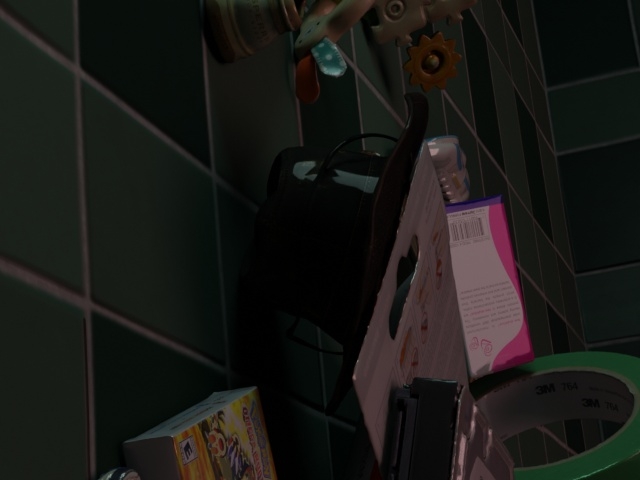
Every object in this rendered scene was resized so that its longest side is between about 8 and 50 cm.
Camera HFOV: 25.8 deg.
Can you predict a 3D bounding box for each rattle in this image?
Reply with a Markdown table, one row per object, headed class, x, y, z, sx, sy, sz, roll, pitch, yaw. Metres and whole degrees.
| class | x | y | z | sx | sy | sz | roll | pitch | yaw |
| --- | --- | --- | --- | --- | --- | --- | --- | --- | --- |
| rattle | -0.014 | -0.269 | 1.542 | 0.142 | 0.130 | 0.199 | 53 | 55 | -33 |

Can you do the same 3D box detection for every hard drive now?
| class | x | y | z | sx | sy | sz | roll | pitch | yaw |
| --- | --- | --- | --- | --- | --- | --- | --- | --- | --- |
| hard drive | 0.119 | 0.278 | 1.260 | 0.339 | 0.064 | 0.236 | 53 | 42 | -63 |

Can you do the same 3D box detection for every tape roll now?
| class | x | y | z | sx | sy | sz | roll | pitch | yaw |
| --- | --- | --- | --- | --- | --- | --- | --- | --- | --- |
| tape roll | 0.278 | 0.244 | 1.698 | 0.321 | 0.321 | 0.077 | -63 | 137 | -64 |

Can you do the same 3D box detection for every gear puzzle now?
| class | x | y | z | sx | sy | sz | roll | pitch | yaw |
| --- | --- | --- | --- | --- | --- | --- | --- | --- | --- |
| gear puzzle | 0.124 | -0.362 | 1.894 | 0.044 | 0.175 | 0.339 | 45 | -23 | 64 |

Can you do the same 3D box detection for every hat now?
| class | x | y | z | sx | sy | sz | roll | pitch | yaw |
| --- | --- | --- | --- | --- | --- | --- | --- | --- | --- |
| hat | 0.000 | 0.000 | 1.260 | 0.331 | 0.134 | 0.331 | 13 | 90 | -85 |

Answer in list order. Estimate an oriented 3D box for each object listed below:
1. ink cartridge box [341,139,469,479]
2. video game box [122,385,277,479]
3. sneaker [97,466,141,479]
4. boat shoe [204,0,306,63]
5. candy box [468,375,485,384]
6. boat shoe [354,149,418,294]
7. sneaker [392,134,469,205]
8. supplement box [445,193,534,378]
| class | x | y | z | sx | sy | sz | roll | pitch | yaw |
| --- | --- | --- | --- | --- | --- | --- | --- | --- | --- |
| ink cartridge box | 0.060 | 0.146 | 1.307 | 0.308 | 0.091 | 0.385 | -70 | 155 | -44 |
| video game box | -0.074 | 0.229 | 1.062 | 0.187 | 0.048 | 0.205 | -21 | 99 | -75 |
| sneaker | -0.123 | 0.205 | 0.899 | 0.135 | 0.058 | 0.052 | -86 | 157 | -43 |
| boat shoe | -0.039 | -0.260 | 1.412 | 0.285 | 0.089 | 0.104 | -74 | 148 | -57 |
| candy box | 0.194 | 0.191 | 1.922 | 0.109 | 0.053 | 0.186 | -13 | 90 | -73 |
| boat shoe | 0.088 | 0.046 | 1.583 | 0.104 | 0.111 | 0.307 | -16 | 95 | -72 |
| sneaker | 0.164 | -0.088 | 1.954 | 0.229 | 0.087 | 0.092 | 23 | 59 | -67 |
| supplement box | 0.182 | 0.063 | 1.802 | 0.111 | 0.114 | 0.220 | -10 | 88 | -33 |
